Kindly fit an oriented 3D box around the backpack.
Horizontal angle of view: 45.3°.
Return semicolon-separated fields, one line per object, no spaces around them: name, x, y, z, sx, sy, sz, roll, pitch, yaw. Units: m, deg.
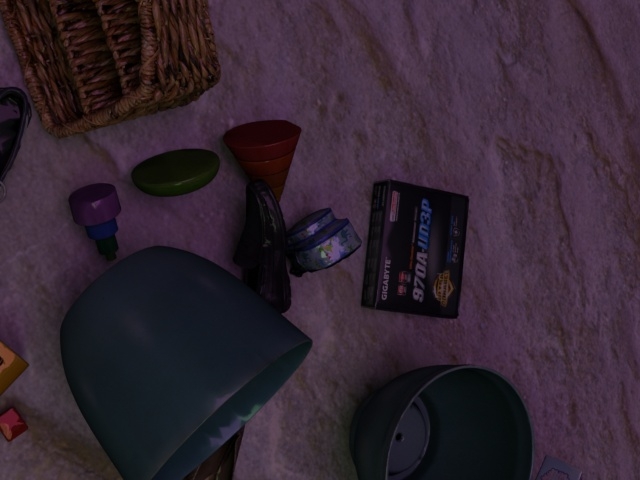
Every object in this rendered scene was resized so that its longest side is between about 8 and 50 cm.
backpack;0.000;0.000;1.204;0.105;0.114;0.084;-36;104;-24

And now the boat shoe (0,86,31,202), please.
boat shoe;-0.449;-0.085;0.991;0.095;0.079;0.255;34;73;-24

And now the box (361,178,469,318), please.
box;0.166;0.018;1.326;0.175;0.051;0.220;10;84;-27

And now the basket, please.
basket;-0.288;-0.309;1.010;0.223;0.213;0.299;-20;97;-28

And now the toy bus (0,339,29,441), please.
toy bus;-0.464;0.194;0.957;0.190;0.104;0.202;-3;89;-28

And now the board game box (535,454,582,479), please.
board game box;0.347;0.560;1.280;0.318;0.065;0.319;-57;149;-23

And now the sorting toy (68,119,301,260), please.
sorting toy;-0.180;-0.066;1.133;0.365;0.127;0.126;-25;123;-28

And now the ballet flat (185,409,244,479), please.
ballet flat;-0.160;0.361;1.135;0.084;0.058;0.250;19;79;-25

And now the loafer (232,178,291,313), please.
loafer;-0.093;0.018;1.149;0.078;0.076;0.223;-14;117;-21

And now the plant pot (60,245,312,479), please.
plant pot;-0.194;0.149;1.006;0.293;0.293;0.235;-39;76;-24

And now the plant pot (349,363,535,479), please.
plant pot;0.169;0.332;1.230;0.293;0.196;0.293;0;91;-30
